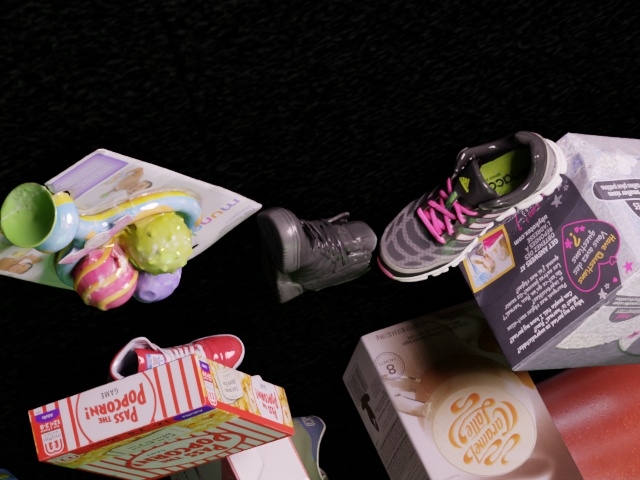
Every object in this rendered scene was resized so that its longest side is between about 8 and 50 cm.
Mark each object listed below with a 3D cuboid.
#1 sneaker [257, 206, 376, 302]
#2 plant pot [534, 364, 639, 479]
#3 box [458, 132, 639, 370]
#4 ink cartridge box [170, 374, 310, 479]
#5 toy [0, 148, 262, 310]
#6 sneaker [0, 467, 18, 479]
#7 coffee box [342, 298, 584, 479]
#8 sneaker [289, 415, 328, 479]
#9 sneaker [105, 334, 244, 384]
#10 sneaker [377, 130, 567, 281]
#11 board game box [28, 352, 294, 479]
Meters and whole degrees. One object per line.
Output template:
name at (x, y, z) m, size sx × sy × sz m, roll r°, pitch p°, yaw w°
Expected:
sneaker at (0.001, 0.002, 1.503) m, size 0.089 × 0.051 × 0.170 m, roll -23°, pitch 162°, yaw -10°
plant pot at (0.360, 0.217, 2.112) m, size 0.265 × 0.272 × 0.272 m, roll -21°, pitch 158°, yaw 8°
box at (0.261, 0.012, 1.681) m, size 0.247 × 0.142 × 0.163 m, roll 0°, pitch 146°, yaw -48°
ink cartridge box at (-0.081, 0.222, 1.800) m, size 0.067 × 0.115 × 0.198 m, roll -17°, pitch 155°, yaw -24°
toy at (-0.137, 0.010, 1.356) m, size 0.137 × 0.056 × 0.237 m, roll -33°, pitch 157°, yaw 17°
sneaker at (-0.337, 0.257, 1.665) m, size 0.188 × 0.067 × 0.078 m, roll -23°, pitch 152°, yaw -15°
coffee box at (0.139, 0.191, 1.801) m, size 0.141 × 0.246 × 0.098 m, roll -18°, pitch 156°, yaw -21°
sneaker at (-0.026, 0.254, 1.928) m, size 0.086 × 0.064 × 0.192 m, roll -25°, pitch 130°, yaw -34°
sneaker at (-0.117, 0.098, 1.589) m, size 0.118 × 0.042 × 0.067 m, roll -19°, pitch 160°, yaw -11°
sneaker at (0.113, -0.033, 1.529) m, size 0.170 × 0.063 × 0.075 m, roll -33°, pitch 158°, yaw 3°
board game box at (-0.124, 0.146, 1.581) m, size 0.147 × 0.045 × 0.193 m, roll -20°, pitch 162°, yaw 16°
